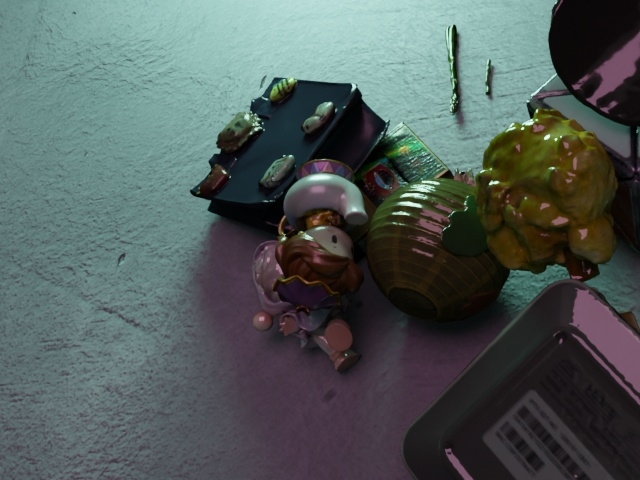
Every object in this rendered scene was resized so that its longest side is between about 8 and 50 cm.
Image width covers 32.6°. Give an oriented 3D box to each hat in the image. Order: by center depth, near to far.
[{"bbox_3d":[0.547,-0.355,1.682,0.366,0.257,0.381,43,110,20],"label":"hat"}]

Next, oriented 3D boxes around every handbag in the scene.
[{"bbox_3d":[-0.074,-0.168,2.063,0.329,0.122,0.303,19,67,50],"label":"handbag"}]

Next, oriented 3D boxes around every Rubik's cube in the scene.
[{"bbox_3d":[0.523,-0.176,1.794,0.260,0.259,0.255,-38,55,-9],"label":"Rubik's cube"}]

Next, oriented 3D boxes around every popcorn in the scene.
[{"bbox_3d":[0.353,-0.062,1.646,0.233,0.192,0.266,-47,59,36],"label":"popcorn"}]

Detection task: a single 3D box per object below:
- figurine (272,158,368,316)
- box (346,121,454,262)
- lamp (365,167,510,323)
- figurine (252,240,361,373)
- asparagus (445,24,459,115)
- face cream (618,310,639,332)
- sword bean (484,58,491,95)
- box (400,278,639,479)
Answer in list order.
[{"bbox_3d":[0.000,0.000,1.812,0.189,0.142,0.263,-25,48,39],"label":"figurine"},{"bbox_3d":[0.110,-0.088,2.014,0.240,0.071,0.159,-37,50,-2],"label":"box"},{"bbox_3d":[0.204,-0.004,1.823,0.250,0.250,0.284,10,58,27],"label":"lamp"},{"bbox_3d":[-0.023,0.104,1.912,0.200,0.133,0.276,-43,57,8],"label":"figurine"},{"bbox_3d":[0.258,-0.332,2.138,0.023,0.022,0.233,16,54,-20],"label":"asparagus"},{"bbox_3d":[0.443,0.258,1.626,0.139,0.067,0.285,-21,71,17],"label":"face cream"},{"bbox_3d":[0.322,-0.314,2.107,0.012,0.012,0.083,-5,60,19],"label":"sword bean"},{"bbox_3d":[0.357,0.309,1.559,0.396,0.111,0.396,-49,60,13],"label":"box"}]
